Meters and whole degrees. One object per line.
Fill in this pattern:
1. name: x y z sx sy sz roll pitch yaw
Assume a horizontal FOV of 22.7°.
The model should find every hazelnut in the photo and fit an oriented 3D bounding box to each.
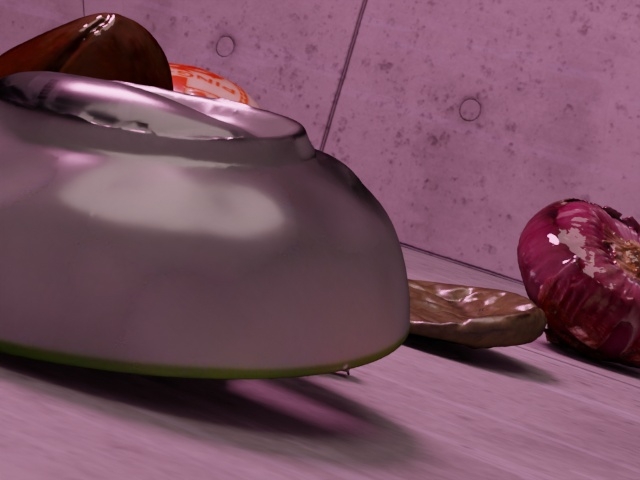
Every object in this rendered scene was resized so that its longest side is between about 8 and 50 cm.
1. hazelnut: -0.208 -0.101 1.353 0.208 0.208 0.208 16 3 -1

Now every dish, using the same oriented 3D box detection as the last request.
1. dish: -0.100 -0.030 0.892 0.324 0.124 0.324 8 12 -2

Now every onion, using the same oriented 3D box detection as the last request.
1. onion: 0.311 0.064 1.825 0.230 0.163 0.230 31 35 -25

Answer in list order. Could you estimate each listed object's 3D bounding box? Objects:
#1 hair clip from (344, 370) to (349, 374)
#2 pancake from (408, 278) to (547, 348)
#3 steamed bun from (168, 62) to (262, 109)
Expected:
1. hair clip: -0.043 0.060 0.992 0.072 0.034 0.226 17 2 25
2. pancake: 0.091 0.067 1.473 0.242 0.050 0.242 7 4 -1
3. steamed bun: -0.157 -0.108 1.669 0.232 0.145 0.232 2 29 -1
